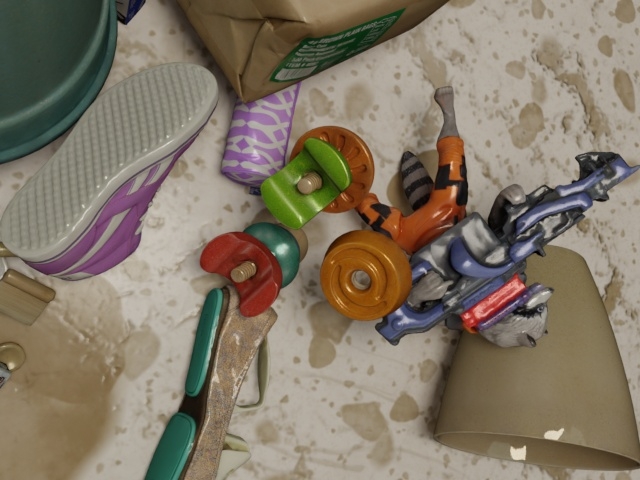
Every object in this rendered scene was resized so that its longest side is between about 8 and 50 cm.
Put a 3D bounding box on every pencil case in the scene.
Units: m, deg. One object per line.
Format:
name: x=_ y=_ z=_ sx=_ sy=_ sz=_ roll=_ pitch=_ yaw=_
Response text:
pencil case: x=-0.067 y=-0.164 z=0.802 sx=0.088 sy=0.086 sz=0.205 roll=10 pitch=85 yaw=10

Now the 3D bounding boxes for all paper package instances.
paper package: x=-0.017 y=-0.367 z=0.730 sx=0.325 sy=0.168 sz=0.309 roll=-33 pitch=89 yaw=-34

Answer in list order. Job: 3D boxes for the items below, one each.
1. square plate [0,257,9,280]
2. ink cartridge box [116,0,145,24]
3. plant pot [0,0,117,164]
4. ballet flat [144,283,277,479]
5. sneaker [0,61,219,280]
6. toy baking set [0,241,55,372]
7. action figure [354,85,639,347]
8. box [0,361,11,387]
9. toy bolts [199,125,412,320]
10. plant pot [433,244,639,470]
square plate: x=-0.550 y=-0.057 z=0.613 sx=0.347 sy=0.049 sz=0.343 roll=-23 pitch=103 yaw=-25
ink cartridge box: x=-0.295 y=-0.348 z=0.720 sx=0.207 sy=0.097 sz=0.046 roll=38 pitch=76 yaw=-16
plant pot: x=-0.309 y=-0.247 z=0.469 sx=0.342 sy=0.334 sz=0.340 roll=2 pitch=86 yaw=-25
ballet flat: x=-0.124 y=0.213 z=0.761 sx=0.106 sy=0.108 sz=0.315 roll=22 pitch=82 yaw=-26
sneaker: x=-0.219 y=-0.072 z=0.715 sx=0.102 sy=0.161 sz=0.282 roll=40 pitch=77 yaw=16
toy baking set: x=-0.416 y=0.083 z=0.651 sx=0.256 sy=0.030 sz=0.196 roll=8 pitch=100 yaw=-35
action figure: x=0.199 y=-0.023 z=0.783 sx=0.342 sy=0.178 sz=0.330 roll=-28 pitch=72 yaw=7
box: x=-0.413 y=0.176 z=0.661 sx=0.137 sy=0.027 sz=0.094 roll=-53 pitch=135 yaw=-6
toy bolts: x=0.000 y=0.000 z=0.744 sx=0.218 sy=0.229 sz=0.158 roll=54 pitch=28 yaw=0
plant pot: x=0.299 y=0.154 z=0.866 sx=0.257 sy=0.256 sz=0.273 roll=20 pitch=65 yaw=-19
